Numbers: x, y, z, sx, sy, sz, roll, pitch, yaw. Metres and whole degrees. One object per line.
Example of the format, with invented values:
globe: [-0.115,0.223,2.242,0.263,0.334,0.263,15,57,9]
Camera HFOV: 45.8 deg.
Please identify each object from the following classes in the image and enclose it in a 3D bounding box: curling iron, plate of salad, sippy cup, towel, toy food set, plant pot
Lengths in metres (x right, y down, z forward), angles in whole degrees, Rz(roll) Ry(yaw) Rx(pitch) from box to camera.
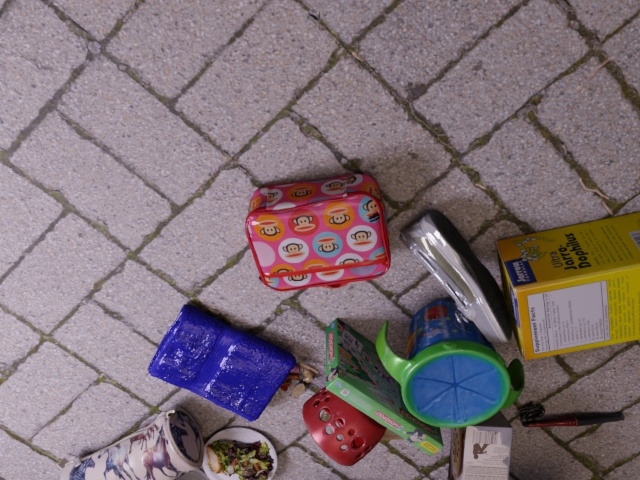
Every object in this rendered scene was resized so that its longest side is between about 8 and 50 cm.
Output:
curling iron: [0.636,0.449,1.919,0.274,0.035,0.068,3,122,-1]
plate of salad: [-0.213,0.582,1.982,0.200,0.048,0.199,0,107,1]
sippy cup: [0.290,0.259,1.695,0.240,0.224,0.305,-30,117,20]
towel: [-0.239,0.304,1.808,0.308,0.076,0.227,26,119,-12]
toy food set: [-0.059,0.338,1.869,0.078,0.019,0.122,32,124,-17]
plant pot: [0.079,0.415,1.820,0.174,0.191,0.191,-43,112,13]

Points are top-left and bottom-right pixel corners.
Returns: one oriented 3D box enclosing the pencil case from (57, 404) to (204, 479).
pencil case: [-0.482,0.568,1.927,0.410,0.160,0.183,-31,105,18]

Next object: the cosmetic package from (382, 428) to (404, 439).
cosmetic package: [0.191,0.476,1.935,0.115,0.041,0.060,-1,121,1]

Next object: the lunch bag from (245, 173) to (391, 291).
lunch bag: [0.000,0.000,1.609,0.293,0.120,0.258,-9,125,7]

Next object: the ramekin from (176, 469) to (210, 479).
ramekin: [-0.368,0.714,1.996,0.109,0.207,0.207,-32,116,28]

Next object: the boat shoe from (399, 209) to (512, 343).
boat shoe: [0.296,0.088,1.617,0.103,0.118,0.320,-36,91,29]

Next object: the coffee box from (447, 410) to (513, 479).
coffee box: [0.385,0.570,1.855,0.119,0.168,0.297,3,96,-1]

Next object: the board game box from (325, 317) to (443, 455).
board game box: [0.145,0.336,1.751,0.317,0.213,0.046,36,115,-19]

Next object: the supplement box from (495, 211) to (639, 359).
supplement box: [0.576,0.091,1.609,0.357,0.195,0.194,-11,120,7]
